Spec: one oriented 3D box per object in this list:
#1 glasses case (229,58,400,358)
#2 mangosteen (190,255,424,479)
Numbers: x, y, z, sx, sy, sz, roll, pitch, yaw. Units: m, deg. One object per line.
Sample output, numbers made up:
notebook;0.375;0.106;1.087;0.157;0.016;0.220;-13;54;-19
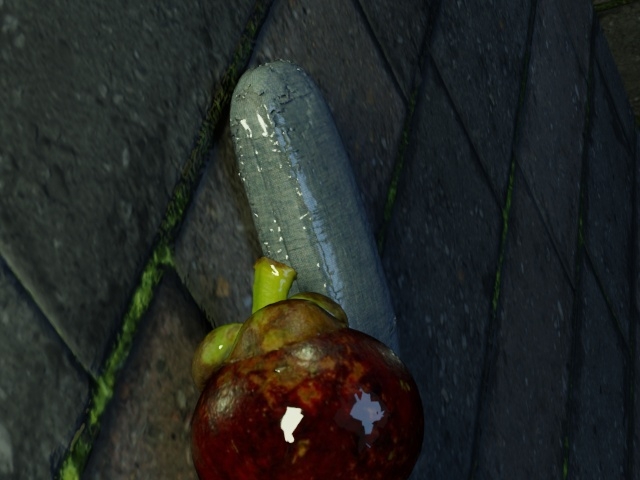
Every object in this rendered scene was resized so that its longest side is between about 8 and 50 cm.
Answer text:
glasses case;0.000;0.000;1.023;0.109;0.067;0.282;-38;114;-61
mangosteen;-0.025;0.100;0.852;0.145;0.156;0.181;-25;71;-41
